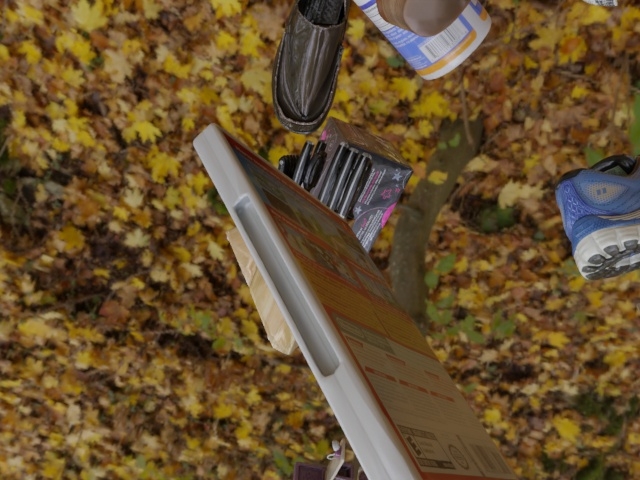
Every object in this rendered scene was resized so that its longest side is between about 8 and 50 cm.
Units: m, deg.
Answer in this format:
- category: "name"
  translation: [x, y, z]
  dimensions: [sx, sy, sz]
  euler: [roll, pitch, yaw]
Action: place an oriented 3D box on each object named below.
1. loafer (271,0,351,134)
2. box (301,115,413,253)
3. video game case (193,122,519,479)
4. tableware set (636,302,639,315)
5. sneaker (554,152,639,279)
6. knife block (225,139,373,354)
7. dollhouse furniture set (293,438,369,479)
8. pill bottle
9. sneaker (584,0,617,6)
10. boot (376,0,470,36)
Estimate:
- category: "loafer"
  translation: [-0.011, -0.232, 0.725]
  dimensions: [0.080, 0.220, 0.078]
  euler: [9, -170, -2]
- category: "box"
  translation: [0.036, -0.079, 1.188]
  dimensions: [0.142, 0.247, 0.163]
  euler: [20, -158, -21]
- category: "video game case"
  translation: [0.028, 0.055, 0.449]
  dimensions: [0.204, 0.025, 0.285]
  euler: [33, -159, -53]
- category: "tableware set"
  translation: [0.613, 0.126, 1.026]
  dimensions: [0.141, 0.168, 0.020]
  euler: [59, -176, 24]
- category: "sneaker"
  translation: [0.410, -0.043, 0.790]
  dimensions: [0.330, 0.147, 0.130]
  euler: [1, 151, -39]
- category: "knife block"
  translation: [0.000, 0.000, 0.926]
  dimensions: [0.242, 0.276, 0.088]
  euler: [-21, -178, 21]
- category: "dollhouse furniture set"
  translation: [0.023, 0.263, 0.641]
  dimensions: [0.091, 0.114, 0.081]
  euler: [15, 129, -8]
- category: "pill bottle"
  translation: [0.144, -0.414, 1.055]
  dimensions: [0.272, 0.152, 0.152]
  euler: [42, 154, -20]
- category: "sneaker"
  translation: [0.488, -0.430, 0.952]
  dimensions: [0.090, 0.235, 0.095]
  euler: [51, 179, -42]
- category: "boot"
  translation: [0.118, -0.254, 0.502]
  dimensions: [0.197, 0.152, 0.073]
  euler: [-37, 120, 14]
